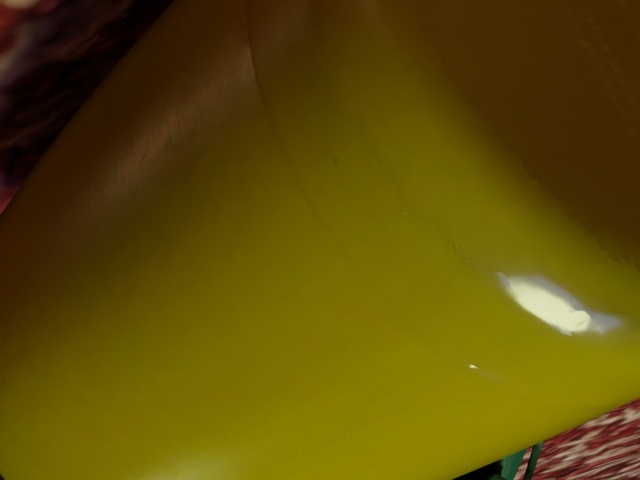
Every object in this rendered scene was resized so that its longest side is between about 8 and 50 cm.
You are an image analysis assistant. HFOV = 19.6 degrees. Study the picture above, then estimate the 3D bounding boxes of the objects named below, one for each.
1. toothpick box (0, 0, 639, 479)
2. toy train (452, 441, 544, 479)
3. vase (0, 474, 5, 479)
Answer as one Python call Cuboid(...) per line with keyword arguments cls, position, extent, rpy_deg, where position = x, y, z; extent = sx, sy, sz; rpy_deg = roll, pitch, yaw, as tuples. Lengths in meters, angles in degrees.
Cuboid(cls="toothpick box", position=(0.000, 0.000, 0.574), extent=(0.175, 0.175, 0.271), rpy_deg=(1, 155, -39))
Cuboid(cls="toy train", position=(0.045, 0.091, 0.842), extent=(0.112, 0.163, 0.203), rpy_deg=(23, 162, 8))
Cuboid(cls="vase", position=(-0.128, 0.101, 0.827), extent=(0.183, 0.120, 0.120), rpy_deg=(-3, 160, 7))
